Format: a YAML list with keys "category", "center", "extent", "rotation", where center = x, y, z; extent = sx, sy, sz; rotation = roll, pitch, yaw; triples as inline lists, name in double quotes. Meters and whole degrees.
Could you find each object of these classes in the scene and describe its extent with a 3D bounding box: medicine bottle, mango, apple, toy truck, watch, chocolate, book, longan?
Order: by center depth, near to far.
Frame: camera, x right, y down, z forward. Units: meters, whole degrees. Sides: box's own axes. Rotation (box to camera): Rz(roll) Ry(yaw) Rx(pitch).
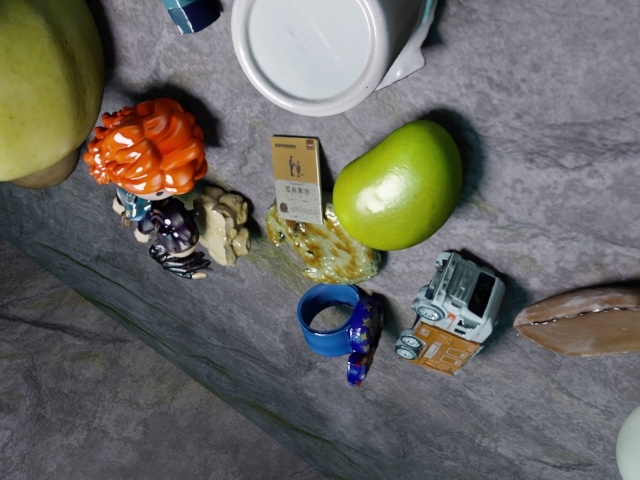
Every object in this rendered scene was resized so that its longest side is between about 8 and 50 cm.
- category: "chocolate"
  center: [0.460, 0.125, 0.921]
  extent: [0.161, 0.083, 0.261]
  rotation: [30, 153, -22]
- category: "mango"
  center: [0.131, -0.076, 0.930]
  extent: [0.185, 0.149, 0.273]
  rotation: [47, 143, -11]
- category: "medicine bottle"
  center: [-0.294, -0.441, 0.947]
  extent: [0.258, 0.079, 0.124]
  rotation: [23, 146, 23]
- category: "apple"
  center: [-0.660, -0.356, 1.088]
  extent: [0.473, 0.474, 0.474]
  rotation: [26, 147, 19]
- category: "book"
  center: [-0.046, -0.120, 1.112]
  extent: [0.118, 0.012, 0.172]
  rotation: [10, 115, 36]
- category: "toy truck"
  center: [0.264, 0.163, 1.122]
  extent: [0.162, 0.136, 0.305]
  rotation: [24, 149, 9]
- category: "watch"
  center: [0.044, 0.205, 1.345]
  extent: [0.200, 0.196, 0.171]
  rotation: [12, 132, 24]
- category: "longan"
  center: [-0.796, -0.283, 1.507]
  extent: [0.299, 0.243, 0.300]
  rotation: [6, 136, 6]

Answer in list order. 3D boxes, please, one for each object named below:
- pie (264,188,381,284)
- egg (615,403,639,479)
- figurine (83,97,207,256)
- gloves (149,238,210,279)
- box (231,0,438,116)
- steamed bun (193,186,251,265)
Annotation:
- category: "pie"
  center: [0.004, -0.002, 1.232]
  extent: [0.302, 0.067, 0.303]
  rotation: [28, 147, 20]
- category: "egg"
  center: [0.638, 0.330, 0.868]
  extent: [0.230, 0.230, 0.371]
  rotation: [37, 144, 1]
- category: "figurine"
  center: [-0.384, -0.134, 1.265]
  extent: [0.306, 0.241, 0.412]
  rotation: [49, 146, 34]
- category: "gloves"
  center: [-0.433, 0.068, 1.724]
  extent: [0.180, 0.106, 0.129]
  rotation: [39, 147, 5]
- category: "box"
  center: [0.022, -0.283, 0.645]
  extent: [0.262, 0.206, 0.291]
  rotation: [21, 130, -1]
- category: "steamed bun"
  center: [-0.243, -0.045, 1.391]
  extent: [0.192, 0.106, 0.178]
  rotation: [31, 137, 35]
